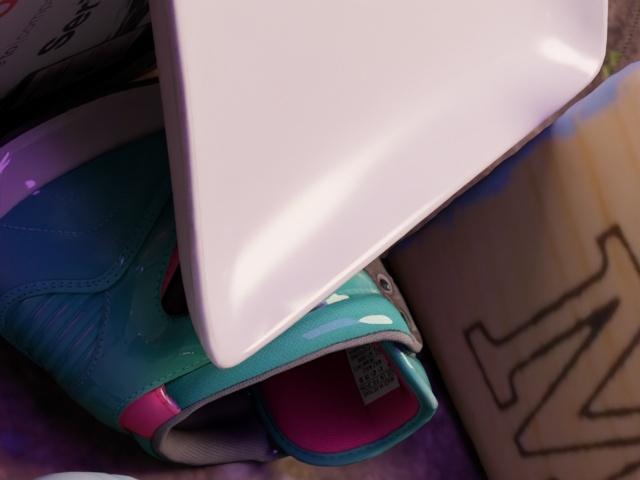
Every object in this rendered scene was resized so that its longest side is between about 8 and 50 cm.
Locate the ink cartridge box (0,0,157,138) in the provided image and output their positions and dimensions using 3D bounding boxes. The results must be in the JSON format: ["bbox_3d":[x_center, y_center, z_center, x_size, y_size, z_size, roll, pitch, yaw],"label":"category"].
[{"bbox_3d":[-0.103,-0.139,0.634,0.289,0.211,0.121,-33,86,-43],"label":"ink cartridge box"}]

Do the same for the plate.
[{"bbox_3d":[0.022,-0.135,0.571,0.045,0.277,0.278,18,39,34],"label":"plate"}]

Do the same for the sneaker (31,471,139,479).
[{"bbox_3d":[-0.009,0.235,0.524,0.366,0.135,0.150,64,27,0],"label":"sneaker"}]

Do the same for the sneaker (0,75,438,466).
[{"bbox_3d":[0.000,0.000,0.679,0.295,0.124,0.178,-30,78,-37],"label":"sneaker"}]

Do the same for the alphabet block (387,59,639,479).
[{"bbox_3d":[0.185,0.039,0.749,0.192,0.193,0.197,-10,69,-39],"label":"alphabet block"}]
